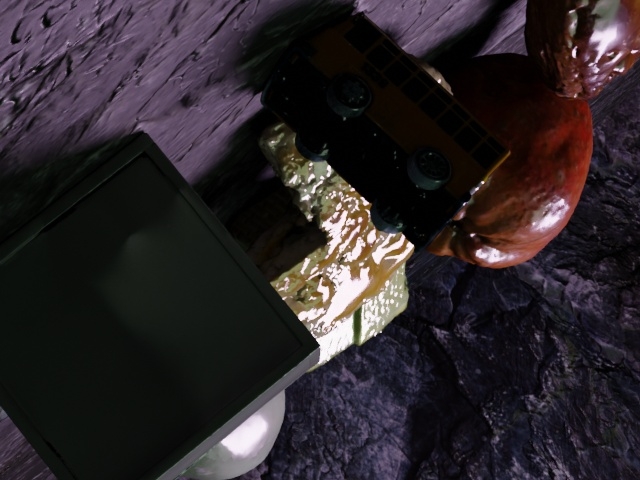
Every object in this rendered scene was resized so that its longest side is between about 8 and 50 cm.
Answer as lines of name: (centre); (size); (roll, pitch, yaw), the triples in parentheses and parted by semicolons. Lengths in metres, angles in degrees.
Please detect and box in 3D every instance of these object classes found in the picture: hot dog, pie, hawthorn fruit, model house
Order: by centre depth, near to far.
pie: (0.036, -0.050, 1.644); (0.337, 0.075, 0.337); (-34, 144, -30)
hot dog: (0.330, -0.280, 1.733); (0.267, 0.174, 0.387); (-38, 172, 0)
model house: (0.000, 0.000, 1.861); (0.214, 0.195, 0.189); (-29, 145, -35)
hawthorn fruit: (0.203, -0.098, 1.920); (0.262, 0.258, 0.258); (-49, 173, -8)

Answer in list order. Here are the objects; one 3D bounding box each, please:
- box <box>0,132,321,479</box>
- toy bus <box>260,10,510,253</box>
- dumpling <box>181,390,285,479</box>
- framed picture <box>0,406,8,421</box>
box: (-0.156, 0.078, 1.322); (0.225, 0.225, 0.117); (-39, 172, -7)
toy bus: (0.058, -0.102, 1.425); (0.114, 0.201, 0.098); (-43, 175, -38)
dumpling: (-0.155, 0.126, 1.656); (0.211, 0.270, 0.320); (-61, 149, -8)
framed picture: (-0.345, 0.161, 1.658); (0.347, 0.016, 0.265); (-36, 170, -28)
